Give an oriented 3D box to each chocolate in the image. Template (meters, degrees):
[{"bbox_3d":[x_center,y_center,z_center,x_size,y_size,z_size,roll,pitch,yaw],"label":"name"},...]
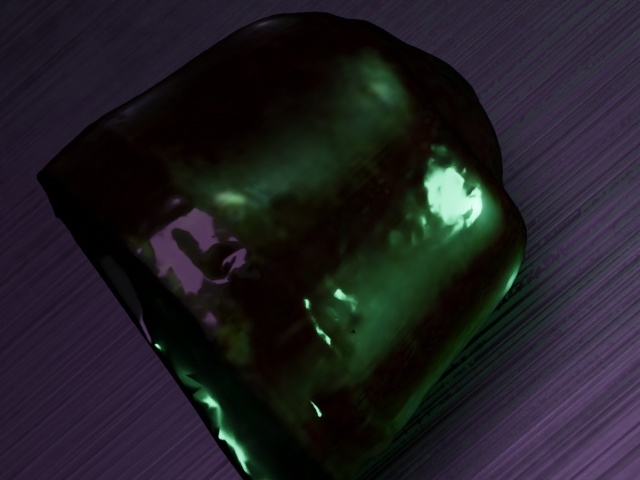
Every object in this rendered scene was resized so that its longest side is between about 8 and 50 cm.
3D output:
[{"bbox_3d":[0.000,0.000,1.016,0.331,0.384,0.384,-34,60,-9],"label":"chocolate"}]
